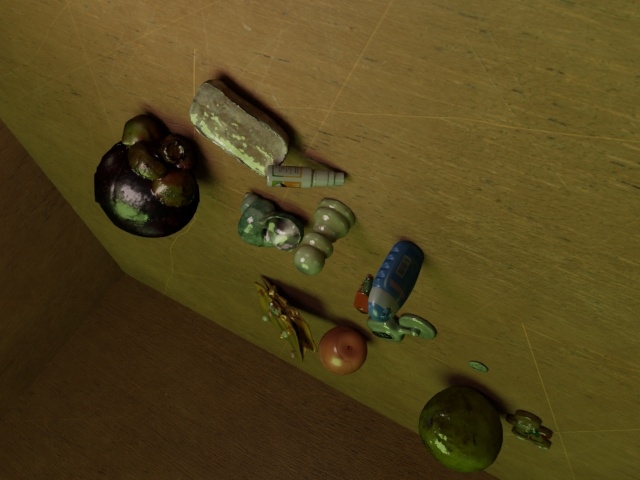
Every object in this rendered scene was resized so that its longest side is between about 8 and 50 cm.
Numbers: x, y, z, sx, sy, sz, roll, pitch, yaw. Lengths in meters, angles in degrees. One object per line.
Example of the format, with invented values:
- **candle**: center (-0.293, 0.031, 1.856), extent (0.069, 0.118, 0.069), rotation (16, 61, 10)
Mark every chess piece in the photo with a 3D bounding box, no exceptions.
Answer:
- **chess piece**: center (0.000, 0.000, 1.628), extent (0.133, 0.243, 0.133), rotation (25, 154, 13)

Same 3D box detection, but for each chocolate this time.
- **chocolate**: center (-0.222, -0.328, 1.475), extent (0.303, 0.100, 0.185), rotation (34, 142, -12)

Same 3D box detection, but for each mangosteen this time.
- **mangosteen**: center (-0.619, -0.214, 1.838), extent (0.381, 0.381, 0.421), rotation (28, 144, 10)

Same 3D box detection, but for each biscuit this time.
- **biscuit**: center (0.913, 0.829, 2.266), extent (0.196, 0.049, 0.302), rotation (13, 147, 32)

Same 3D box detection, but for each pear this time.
- **pear**: center (0.605, 0.816, 2.241), extent (0.413, 0.352, 0.352), rotation (25, 161, -30)

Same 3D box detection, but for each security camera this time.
- **security camera**: center (0.325, 0.360, 2.087), extent (0.301, 0.080, 0.157), rotation (-2, 137, 46)

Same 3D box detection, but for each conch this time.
- **conch**: center (-0.191, -0.058, 1.848), extent (0.277, 0.195, 0.220), rotation (54, 145, 10)

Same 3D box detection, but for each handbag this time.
- **handbag**: center (-0.179, 0.373, 2.483), extent (0.401, 0.133, 0.283), rotation (44, 155, 40)

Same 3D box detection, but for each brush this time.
- **brush**: center (0.173, 0.224, 2.043), extent (0.070, 0.051, 0.323), rotation (28, 154, 16)

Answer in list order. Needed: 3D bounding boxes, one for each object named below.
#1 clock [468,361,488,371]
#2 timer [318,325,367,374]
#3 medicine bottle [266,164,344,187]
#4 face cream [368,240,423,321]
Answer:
- **clock**: center (0.629, 0.506, 2.062), extent (0.074, 0.010, 0.083), rotation (39, 155, -12)
- **timer**: center (0.105, 0.519, 2.433), extent (0.229, 0.230, 0.215), rotation (34, 156, -3)
- **medicine bottle**: center (-0.044, -0.177, 1.490), extent (0.220, 0.061, 0.092), rotation (2, 166, -5)
- **face cream**: center (0.226, 0.132, 1.575), extent (0.083, 0.264, 0.149), rotation (0, 139, 48)
